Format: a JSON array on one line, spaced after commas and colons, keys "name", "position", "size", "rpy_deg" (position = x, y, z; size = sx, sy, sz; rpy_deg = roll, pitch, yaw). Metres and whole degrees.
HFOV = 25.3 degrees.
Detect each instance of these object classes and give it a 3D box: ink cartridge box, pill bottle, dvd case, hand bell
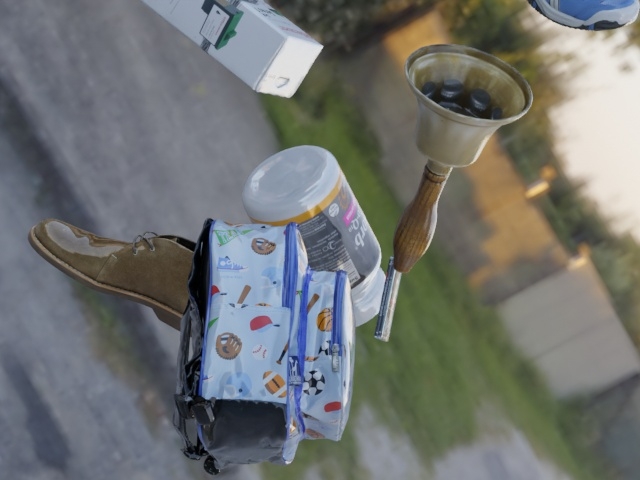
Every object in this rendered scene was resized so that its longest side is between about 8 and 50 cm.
[{"name": "ink cartridge box", "position": [-0.122, -0.302, 1.989], "size": [0.219, 0.092, 0.160], "rpy_deg": [38, 13, 13]}, {"name": "pill bottle", "position": [0.000, 0.000, 2.238], "size": [0.162, 0.162, 0.278], "rpy_deg": [-109, 172, -53]}, {"name": "dvd case", "position": [0.100, 0.087, 2.093], "size": [0.087, 0.013, 0.119], "rpy_deg": [40, 62, -78]}, {"name": "hand bell", "position": [0.115, -0.061, 1.425], "size": [0.126, 0.126, 0.242], "rpy_deg": [-112, -151, -45]}]

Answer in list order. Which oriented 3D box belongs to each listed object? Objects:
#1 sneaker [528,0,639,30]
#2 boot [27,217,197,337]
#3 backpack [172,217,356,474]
[{"name": "sneaker", "position": [0.220, -0.272, 1.325], "size": [0.211, 0.080, 0.081], "rpy_deg": [51, -28, 33]}, {"name": "boot", "position": [-0.250, 0.023, 1.962], "size": [0.305, 0.115, 0.112], "rpy_deg": [24, 24, -1]}, {"name": "backpack", "position": [-0.063, 0.108, 1.585], "size": [0.276, 0.213, 0.263], "rpy_deg": [105, -20, -70]}]
